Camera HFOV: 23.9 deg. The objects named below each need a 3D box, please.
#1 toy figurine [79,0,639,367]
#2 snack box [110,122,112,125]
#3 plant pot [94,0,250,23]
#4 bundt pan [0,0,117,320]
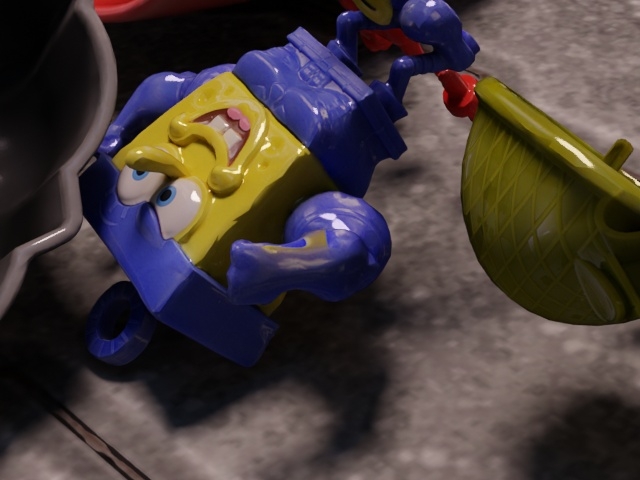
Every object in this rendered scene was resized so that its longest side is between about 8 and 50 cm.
[{"bbox_3d":[0.000,0.000,0.660,0.217,0.191,0.362,-43,46,1],"label":"toy figurine"},{"bbox_3d":[-0.203,-0.161,0.866,0.070,0.174,0.207,-24,36,-21],"label":"snack box"},{"bbox_3d":[-0.035,-0.262,0.907,0.243,0.275,0.275,-6,25,-40],"label":"plant pot"},{"bbox_3d":[-0.262,-0.066,0.657,0.331,0.331,0.124,-24,-8,-23],"label":"bundt pan"}]
